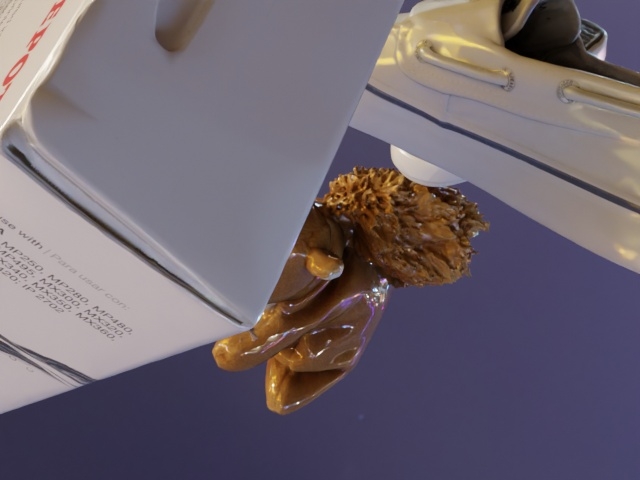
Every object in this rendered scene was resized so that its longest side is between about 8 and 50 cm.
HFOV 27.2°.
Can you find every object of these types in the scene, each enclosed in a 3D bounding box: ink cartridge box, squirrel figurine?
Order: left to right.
[{"bbox_3d":[-0.096,-0.036,0.496,0.100,0.237,0.172,40,-126,-24],"label":"ink cartridge box"},{"bbox_3d":[0.000,0.000,1.686,0.281,0.397,0.370,63,175,21],"label":"squirrel figurine"}]

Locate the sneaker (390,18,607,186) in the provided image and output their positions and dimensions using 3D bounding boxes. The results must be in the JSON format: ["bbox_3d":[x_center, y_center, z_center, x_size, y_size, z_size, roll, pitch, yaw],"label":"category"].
[{"bbox_3d":[0.155,-0.084,1.091,0.106,0.123,0.290,24,-143,28],"label":"sneaker"}]

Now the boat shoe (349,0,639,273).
[{"bbox_3d":[0.082,-0.071,0.567,0.258,0.084,0.095,30,-156,32],"label":"boat shoe"}]
